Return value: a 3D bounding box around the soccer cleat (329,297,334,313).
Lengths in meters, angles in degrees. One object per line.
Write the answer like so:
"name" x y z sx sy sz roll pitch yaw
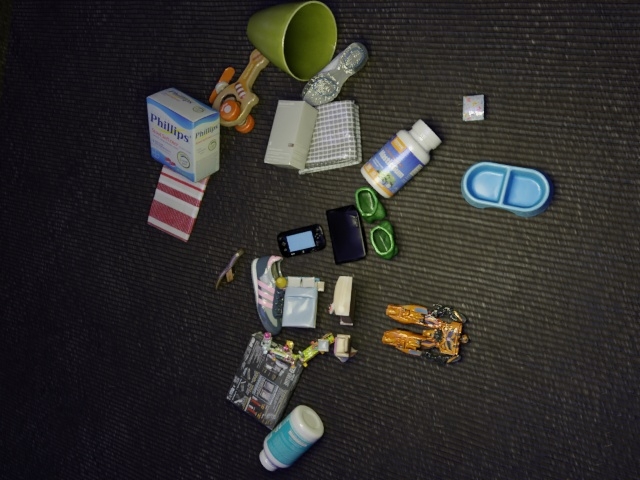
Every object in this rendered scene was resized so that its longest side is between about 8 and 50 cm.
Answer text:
"soccer cleat" 0.060 0.249 1.887 0.036 0.029 0.083 25 95 25

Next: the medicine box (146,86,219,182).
"medicine box" -0.559 -0.432 2.008 0.263 0.149 0.289 31 136 20

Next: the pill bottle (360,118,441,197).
"pill bottle" 0.287 -0.291 1.725 0.272 0.152 0.152 -44 75 17

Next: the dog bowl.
"dog bowl" 0.615 -0.176 1.631 0.297 0.074 0.166 15 96 22

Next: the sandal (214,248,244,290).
"sandal" -0.375 0.130 2.049 0.060 0.090 0.219 37 97 -4

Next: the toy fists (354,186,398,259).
"toy fists" 0.205 -0.065 1.768 0.096 0.142 0.279 -22 82 4

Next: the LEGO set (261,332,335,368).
"LEGO set" -0.087 0.407 1.854 0.287 0.107 0.132 -3 63 7

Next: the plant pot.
"plant pot" -0.135 -0.781 1.861 0.293 0.275 0.274 31 102 35

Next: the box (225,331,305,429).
"box" -0.220 0.561 1.977 0.242 0.076 0.307 26 100 20

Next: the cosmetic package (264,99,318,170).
"cosmetic package" -0.107 -0.385 1.792 0.127 0.107 0.238 10 90 33

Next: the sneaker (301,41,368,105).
"sneaker" 0.051 -0.616 1.838 0.297 0.129 0.111 -38 111 10

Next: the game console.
"game console" 0.000 0.000 1.903 0.361 0.044 0.213 -13 85 23

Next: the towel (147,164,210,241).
"towel" -0.628 -0.187 2.168 0.237 0.037 0.329 24 101 19

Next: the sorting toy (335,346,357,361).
"sorting toy" 0.086 0.427 1.876 0.083 0.045 0.075 38 123 18

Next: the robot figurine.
"robot figurine" 0.371 0.324 1.727 0.291 0.085 0.211 8 94 22

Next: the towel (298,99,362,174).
"towel" 0.009 -0.391 1.856 0.284 0.121 0.235 -6 87 22

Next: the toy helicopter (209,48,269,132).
"toy helicopter" -0.331 -0.635 2.014 0.235 0.140 0.355 32 91 28

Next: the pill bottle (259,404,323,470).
"pill bottle" -0.121 0.775 1.898 0.146 0.146 0.264 47 106 16

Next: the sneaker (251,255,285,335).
"sneaker" -0.182 0.213 1.942 0.131 0.112 0.319 -15 85 25

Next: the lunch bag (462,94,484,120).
"lunch bag" 0.524 -0.450 1.680 0.071 0.053 0.083 -1 80 20

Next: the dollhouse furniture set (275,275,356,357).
"dollhouse furniture set" -0.037 0.259 1.767 0.303 0.198 0.286 3 70 10
